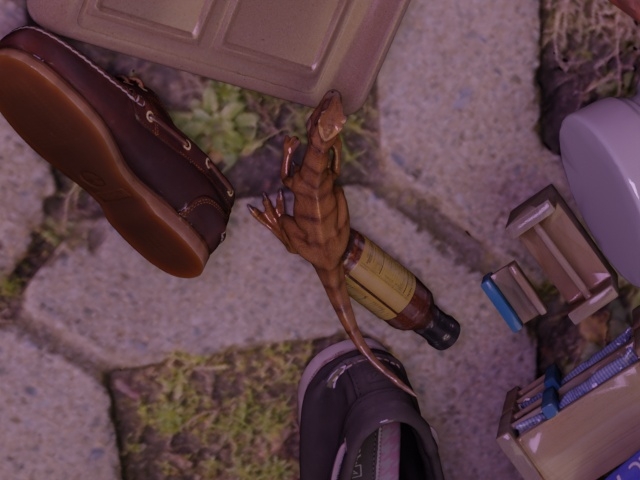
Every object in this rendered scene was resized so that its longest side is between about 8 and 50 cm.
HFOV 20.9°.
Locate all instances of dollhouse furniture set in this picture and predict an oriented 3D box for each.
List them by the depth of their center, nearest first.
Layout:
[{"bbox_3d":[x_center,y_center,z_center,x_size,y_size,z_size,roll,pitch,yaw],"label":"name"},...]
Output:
[{"bbox_3d":[0.167,0.070,1.256,0.129,0.129,0.183,-35,93,14],"label":"dollhouse furniture set"}]

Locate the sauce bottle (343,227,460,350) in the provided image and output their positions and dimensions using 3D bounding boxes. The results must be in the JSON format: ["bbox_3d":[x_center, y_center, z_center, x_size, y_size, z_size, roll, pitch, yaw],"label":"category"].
[{"bbox_3d":[0.049,0.037,1.224,0.042,0.042,0.128,-46,125,6],"label":"sauce bottle"}]

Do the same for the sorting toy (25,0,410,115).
[{"bbox_3d":[-0.024,-0.241,1.044,0.229,0.041,0.307,16,110,-24],"label":"sorting toy"}]

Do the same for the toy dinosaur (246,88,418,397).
[{"bbox_3d":[0.000,0.000,1.137,0.064,0.112,0.211,-19,120,-11],"label":"toy dinosaur"}]

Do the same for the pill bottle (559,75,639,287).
[{"bbox_3d":[0.318,-0.081,1.197,0.278,0.162,0.162,-24,124,-8],"label":"pill bottle"}]

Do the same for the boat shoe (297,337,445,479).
[{"bbox_3d":[0.042,0.232,1.295,0.112,0.095,0.335,-16,122,-14],"label":"boat shoe"}]

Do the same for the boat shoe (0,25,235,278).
[{"bbox_3d":[-0.127,-0.065,1.083,0.207,0.073,0.073,51,54,-38],"label":"boat shoe"}]

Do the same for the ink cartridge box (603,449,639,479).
[{"bbox_3d":[0.282,0.269,1.285,0.395,0.151,0.270,3,141,-41],"label":"ink cartridge box"}]

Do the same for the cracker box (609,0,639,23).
[{"bbox_3d":[0.286,-0.222,1.108,0.232,0.155,0.067,-30,125,-5],"label":"cracker box"}]
